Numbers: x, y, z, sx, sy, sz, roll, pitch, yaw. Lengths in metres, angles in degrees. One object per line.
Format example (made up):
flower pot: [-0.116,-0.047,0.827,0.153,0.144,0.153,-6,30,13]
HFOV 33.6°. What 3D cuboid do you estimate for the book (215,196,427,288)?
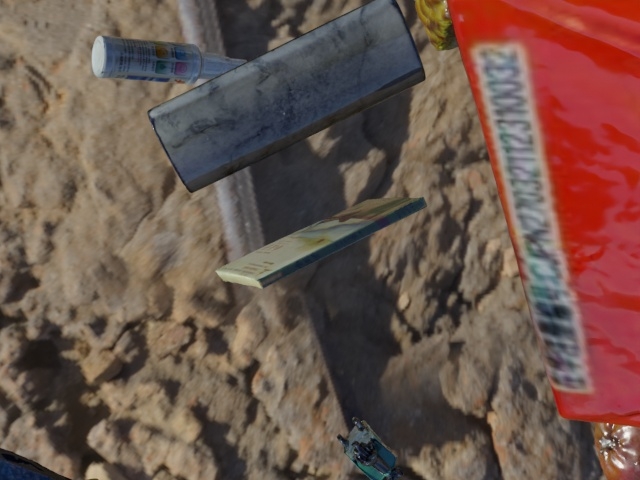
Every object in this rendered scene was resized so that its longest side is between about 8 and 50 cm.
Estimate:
book: [0.000,0.000,1.598,0.289,0.201,0.026,-26,101,-20]

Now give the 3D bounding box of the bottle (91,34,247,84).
bottle: [-0.202,-0.244,1.455,0.217,0.060,0.060,0,101,-28]

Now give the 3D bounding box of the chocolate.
chocolate: [0.279,-0.050,0.582,0.341,0.161,0.360,1,131,30]

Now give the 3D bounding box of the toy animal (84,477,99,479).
toy animal: [-0.226,0.338,1.134,0.230,0.156,0.156,21,101,9]

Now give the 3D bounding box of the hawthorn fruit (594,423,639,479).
hawthorn fruit: [0.372,0.228,1.212,0.128,0.128,0.128,1,100,6]

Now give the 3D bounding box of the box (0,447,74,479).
box: [-0.109,0.282,0.641,0.279,0.261,0.116,30,102,-17]

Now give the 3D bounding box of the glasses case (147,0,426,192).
glasses case: [-0.035,-0.162,1.177,0.299,0.060,0.114,-26,125,1]

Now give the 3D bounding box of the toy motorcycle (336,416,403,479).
toy motorcycle: [0.079,0.333,1.661,0.100,0.173,0.058,42,89,-7]

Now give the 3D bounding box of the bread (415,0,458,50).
bread: [0.234,-0.332,1.396,0.222,0.181,0.096,-20,83,-8]
